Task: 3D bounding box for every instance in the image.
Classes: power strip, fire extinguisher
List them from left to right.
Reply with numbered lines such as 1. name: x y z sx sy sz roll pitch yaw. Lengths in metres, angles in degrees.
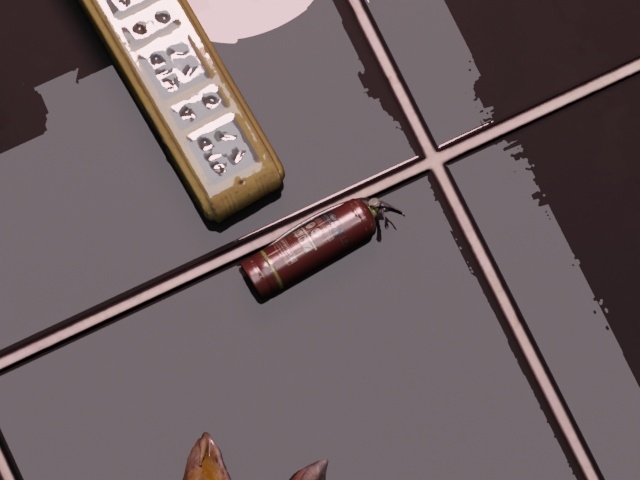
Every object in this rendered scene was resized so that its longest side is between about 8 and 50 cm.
1. power strip: -0.164 -0.202 1.588 0.092 0.066 0.387 -30 83 -9
2. fire extinguisher: 0.000 0.000 1.576 0.158 0.043 0.064 -30 41 -8

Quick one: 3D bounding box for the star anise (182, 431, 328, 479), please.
1. star anise: -0.082 0.331 1.463 0.332 0.117 0.331 0 64 0
